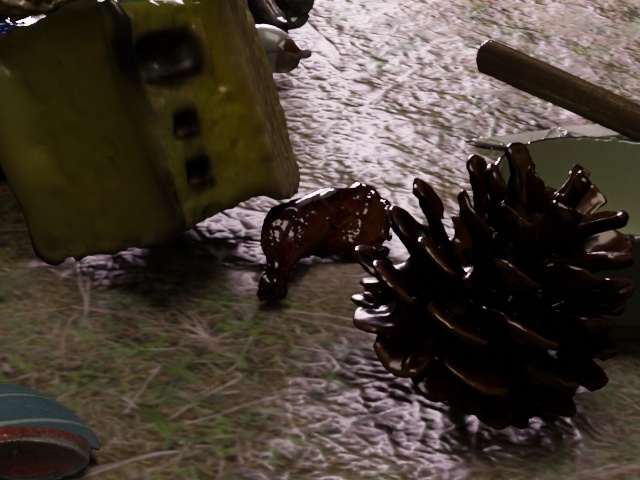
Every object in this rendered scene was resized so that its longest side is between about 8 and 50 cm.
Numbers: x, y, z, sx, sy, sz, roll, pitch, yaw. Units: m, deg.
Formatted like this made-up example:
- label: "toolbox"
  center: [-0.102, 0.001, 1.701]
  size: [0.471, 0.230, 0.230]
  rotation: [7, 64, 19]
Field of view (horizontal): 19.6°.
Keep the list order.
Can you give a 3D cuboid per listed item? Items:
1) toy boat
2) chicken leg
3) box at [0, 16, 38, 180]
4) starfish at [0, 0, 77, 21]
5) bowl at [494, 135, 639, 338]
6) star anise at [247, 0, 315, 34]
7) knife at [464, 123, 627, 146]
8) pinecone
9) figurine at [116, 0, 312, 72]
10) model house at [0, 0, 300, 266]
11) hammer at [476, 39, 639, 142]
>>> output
- label: "toy boat"
  center: [-0.198, 0.114, 1.219]
  size: [0.096, 0.034, 0.122]
  rotation: [4, 23, -18]
- label: "chicken leg"
  center: [-0.004, -0.004, 1.503]
  size: [0.093, 0.053, 0.205]
  rotation: [37, 41, 25]
- label: "box"
  center: [-0.378, -0.141, 1.642]
  size: [0.261, 0.116, 0.279]
  rotation: [-16, 34, -41]
- label: "starfish"
  center: [-0.192, -0.241, 1.531]
  size: [0.432, 0.082, 0.324]
  rotation: [-18, 17, -4]
- label: "bowl"
  center: [0.233, 0.003, 1.456]
  size: [0.211, 0.112, 0.211]
  rotation: [5, 26, -3]
- label: "star anise"
  center: [-0.092, -0.251, 1.994]
  size: [0.180, 0.061, 0.204]
  rotation: [-24, 36, -36]
- label: "knife"
  center: [0.278, -0.109, 1.823]
  size: [0.298, 0.017, 0.047]
  rotation: [-10, 29, -21]
- label: "pinecone"
  center: [0.126, 0.027, 1.291]
  size: [0.207, 0.208, 0.208]
  rotation: [5, 25, -2]
- label: "figurine"
  center: [-0.111, -0.202, 1.817]
  size: [0.205, 0.103, 0.260]
  rotation: [-9, 42, -11]
- label: "model house"
  center: [-0.127, -0.102, 1.485]
  size: [0.174, 0.193, 0.234]
  rotation: [-14, 6, 34]
- label: "hammer"
  center: [0.268, -0.122, 1.751]
  size: [0.043, 0.111, 0.365]
  rotation: [-4, 23, -34]
